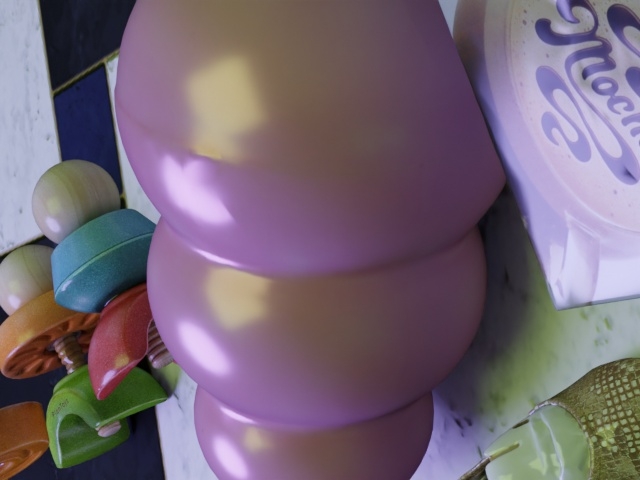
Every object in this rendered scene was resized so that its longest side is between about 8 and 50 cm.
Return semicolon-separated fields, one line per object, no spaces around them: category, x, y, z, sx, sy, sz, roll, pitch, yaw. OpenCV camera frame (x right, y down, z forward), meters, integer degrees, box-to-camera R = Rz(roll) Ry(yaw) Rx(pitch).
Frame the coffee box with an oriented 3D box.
coffee box;0.129;-0.137;0.668;0.168;0.119;0.297;-13;100;57

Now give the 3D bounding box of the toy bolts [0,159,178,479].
toy bolts;-0.194;0.055;1.196;0.228;0.218;0.158;-43;72;43

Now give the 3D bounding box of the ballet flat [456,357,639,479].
ballet flat;0.101;0.127;0.861;0.206;0.067;0.073;-56;48;44

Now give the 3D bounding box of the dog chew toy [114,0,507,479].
dog chew toy;0.000;0.000;0.898;0.206;0.206;0.332;36;132;50
